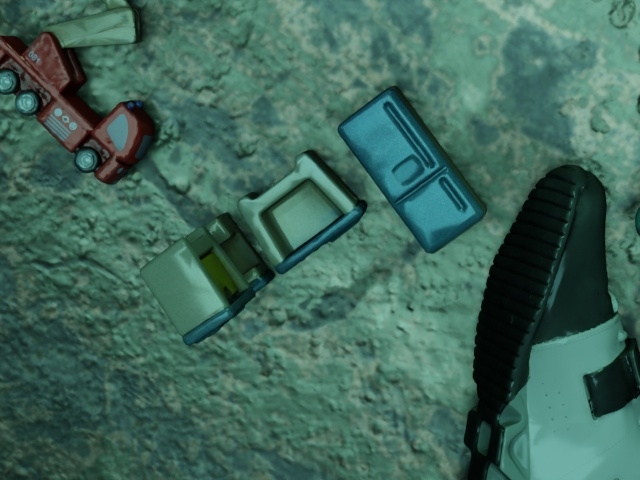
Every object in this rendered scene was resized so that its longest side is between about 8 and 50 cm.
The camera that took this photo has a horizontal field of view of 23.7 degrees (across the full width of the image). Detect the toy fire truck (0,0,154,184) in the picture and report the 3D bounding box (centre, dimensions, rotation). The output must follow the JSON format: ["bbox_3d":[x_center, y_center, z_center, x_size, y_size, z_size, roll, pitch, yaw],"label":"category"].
[{"bbox_3d":[-0.186,-0.152,1.170,0.192,0.047,0.135,44,101,0],"label":"toy fire truck"}]

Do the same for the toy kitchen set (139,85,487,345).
[{"bbox_3d":[0.000,0.000,1.103,0.207,0.166,0.122,-37,91,12],"label":"toy kitchen set"}]

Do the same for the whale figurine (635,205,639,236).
[{"bbox_3d":[0.335,-0.046,1.012,0.272,0.141,0.216,9,59,41],"label":"whale figurine"}]

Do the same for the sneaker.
[{"bbox_3d":[0.191,0.110,1.130,0.146,0.122,0.330,7,99,-11],"label":"sneaker"}]
